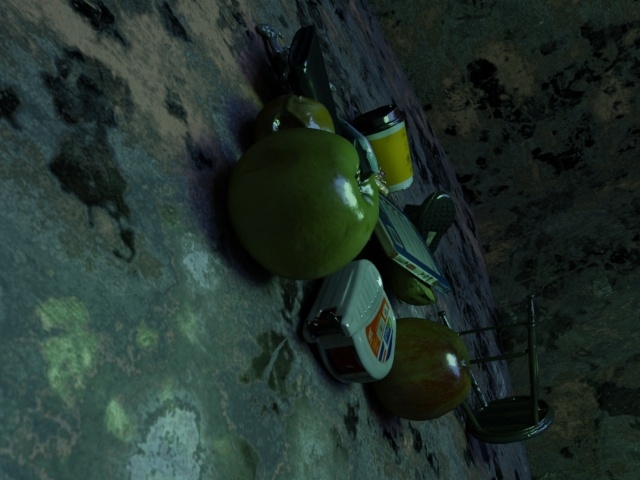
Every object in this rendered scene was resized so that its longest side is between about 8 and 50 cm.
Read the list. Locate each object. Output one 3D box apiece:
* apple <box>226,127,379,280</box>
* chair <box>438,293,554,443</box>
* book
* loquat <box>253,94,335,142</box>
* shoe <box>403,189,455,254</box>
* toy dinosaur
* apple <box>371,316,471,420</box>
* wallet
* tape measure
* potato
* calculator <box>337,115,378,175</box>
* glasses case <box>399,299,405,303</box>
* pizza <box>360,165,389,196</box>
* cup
[{"bbox_3d":[-0.028,-0.072,1.080,0.292,0.254,0.292,39,43,-48],"label":"apple"},{"bbox_3d":[0.625,0.463,2.013,0.362,0.364,0.410,-30,103,-67],"label":"chair"},{"bbox_3d":[0.239,-0.016,1.671,0.428,0.039,0.300,31,29,-52],"label":"book"},{"bbox_3d":[-0.052,-0.231,1.249,0.227,0.179,0.179,-6,77,-81],"label":"loquat"},{"bbox_3d":[0.355,-0.081,1.979,0.337,0.132,0.171,105,-29,-48],"label":"shoe"},{"bbox_3d":[-0.064,-0.465,1.541,0.294,0.077,0.162,45,40,-42],"label":"toy dinosaur"},{"bbox_3d":[0.246,0.314,1.413,0.257,0.233,0.257,42,38,-45],"label":"apple"},{"bbox_3d":[0.001,-0.316,1.460,0.228,0.062,0.406,-84,163,-48],"label":"wallet"},{"bbox_3d":[0.071,0.186,1.262,0.265,0.130,0.258,66,25,-25],"label":"tape measure"},{"bbox_3d":[0.239,0.094,1.716,0.160,0.111,0.272,37,26,-42],"label":"potato"},{"bbox_3d":[0.092,-0.277,1.662,0.246,0.045,0.141,51,-10,50],"label":"calculator"},{"bbox_3d":[0.253,0.165,1.820,0.083,0.021,0.032,62,23,-19],"label":"glasses case"},{"bbox_3d":[0.144,-0.244,1.804,0.127,0.058,0.246,17,44,-55],"label":"pizza"},{"bbox_3d":[0.222,-0.313,1.949,0.196,0.196,0.280,-65,140,-59],"label":"cup"}]
